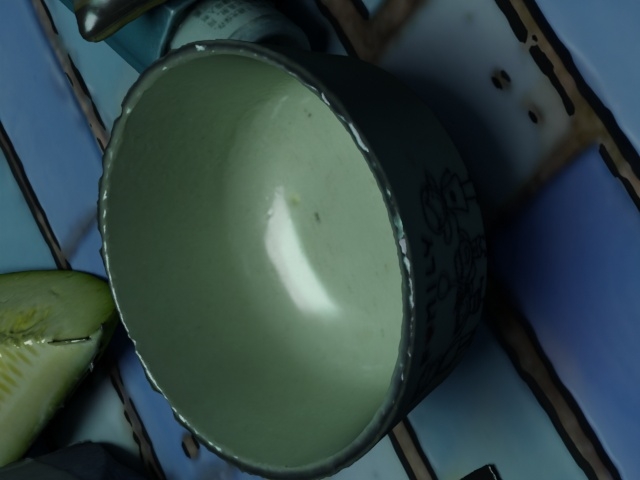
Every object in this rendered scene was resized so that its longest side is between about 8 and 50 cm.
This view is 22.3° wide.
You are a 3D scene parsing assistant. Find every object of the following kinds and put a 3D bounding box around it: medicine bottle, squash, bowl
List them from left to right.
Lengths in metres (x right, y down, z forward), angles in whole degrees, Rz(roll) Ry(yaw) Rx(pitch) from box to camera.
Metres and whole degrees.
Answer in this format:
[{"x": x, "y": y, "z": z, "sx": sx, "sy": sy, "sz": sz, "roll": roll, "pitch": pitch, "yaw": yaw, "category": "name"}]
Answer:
[{"x": -0.230, "y": 0.052, "z": 1.083, "sx": 0.169, "sy": 0.093, "sz": 0.252, "roll": 38, "pitch": 134, "yaw": -3, "category": "squash"}, {"x": -0.102, "y": -0.167, "z": 0.899, "sx": 0.258, "sy": 0.079, "sz": 0.124, "roll": 45, "pitch": 130, "yaw": 33, "category": "medicine bottle"}, {"x": 0.000, "y": 0.000, "z": 0.787, "sx": 0.211, "sy": 0.112, "sz": 0.211, "roll": 17, "pitch": 115, "yaw": 42, "category": "bowl"}]

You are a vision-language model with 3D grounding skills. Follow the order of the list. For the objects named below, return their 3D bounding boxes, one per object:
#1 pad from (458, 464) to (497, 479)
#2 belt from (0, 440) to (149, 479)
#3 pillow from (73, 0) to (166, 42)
[{"x": 0.093, "y": 0.252, "z": 0.828, "sx": 0.163, "sy": 0.004, "sz": 0.243, "roll": -44, "pitch": 66, "yaw": 45, "category": "pad"}, {"x": -0.126, "y": 0.281, "z": 1.003, "sx": 0.347, "sy": 0.117, "sz": 0.212, "roll": 47, "pitch": 132, "yaw": 32, "category": "belt"}, {"x": -0.064, "y": -0.232, "z": 0.807, "sx": 0.208, "sy": 0.052, "sz": 0.212, "roll": -24, "pitch": 78, "yaw": 18, "category": "pillow"}]
